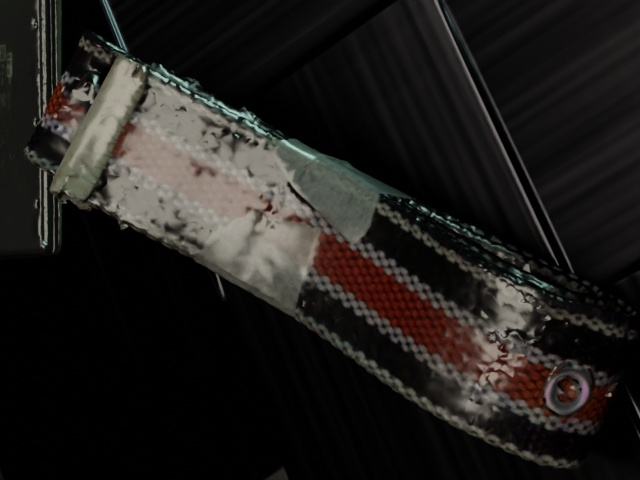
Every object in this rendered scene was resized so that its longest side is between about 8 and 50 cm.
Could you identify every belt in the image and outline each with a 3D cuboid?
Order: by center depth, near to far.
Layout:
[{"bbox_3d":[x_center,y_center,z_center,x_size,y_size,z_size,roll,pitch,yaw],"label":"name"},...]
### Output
[{"bbox_3d":[0.000,0.000,0.900,0.359,0.126,0.094,29,93,25],"label":"belt"}]

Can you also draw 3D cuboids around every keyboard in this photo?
[{"bbox_3d":[-0.197,-0.102,1.085,0.093,0.025,0.230,-4,85,31],"label":"keyboard"}]
